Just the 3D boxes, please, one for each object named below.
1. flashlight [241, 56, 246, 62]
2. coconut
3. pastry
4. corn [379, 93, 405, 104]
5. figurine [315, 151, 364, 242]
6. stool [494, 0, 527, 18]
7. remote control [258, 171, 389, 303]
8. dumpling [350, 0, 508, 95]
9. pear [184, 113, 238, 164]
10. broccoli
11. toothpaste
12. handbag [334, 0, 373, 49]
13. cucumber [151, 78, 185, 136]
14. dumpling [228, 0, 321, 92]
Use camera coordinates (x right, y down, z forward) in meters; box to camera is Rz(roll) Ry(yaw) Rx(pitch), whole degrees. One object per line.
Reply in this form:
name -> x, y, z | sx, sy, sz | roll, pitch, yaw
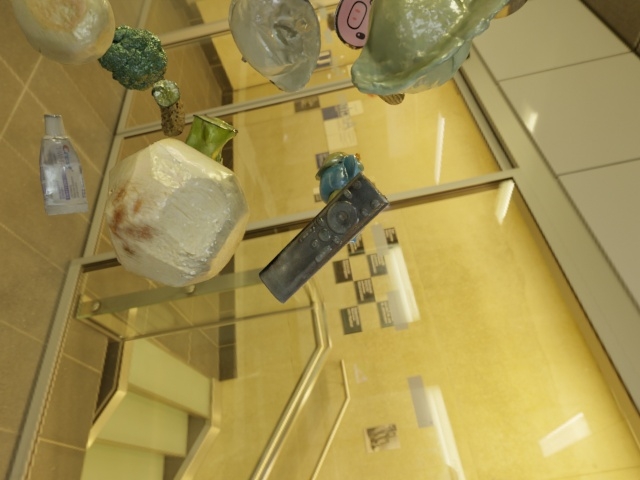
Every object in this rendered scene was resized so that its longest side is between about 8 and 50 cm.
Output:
flashlight -> -0.256, -0.669, 1.463 | 0.018, 0.018, 0.084 | 23, 84, -57
coconut -> -0.420, -0.079, 1.164 | 0.345, 0.414, 0.416 | 113, -31, -70
pastry -> -0.440, -0.387, 0.714 | 0.092, 0.156, 0.157 | -137, -145, -78
corn -> 0.212, -0.532, 1.385 | 0.291, 0.101, 0.101 | 13, 63, -58
figurine -> 0.061, -0.117, 1.151 | 0.180, 0.153, 0.262 | 39, 49, -80
stool -> 0.419, -0.665, 0.950 | 0.264, 0.179, 0.179 | 11, 68, -73
remote control -> 0.000, 0.000, 1.029 | 0.107, 0.377, 0.044 | 48, 18, 5
dumpling -> 0.187, -0.396, 0.754 | 0.270, 0.211, 0.321 | -116, -138, -84
pear -> -0.469, -0.377, 1.711 | 0.256, 0.163, 0.238 | -61, -172, 11
broccoli -> -0.739, -0.723, 1.627 | 0.270, 0.269, 0.270 | 62, -3, 25
toothpaste -> -0.746, -0.215, 1.189 | 0.068, 0.099, 0.283 | -67, 157, -76
handbag -> 0.133, -0.736, 1.373 | 0.205, 0.179, 0.116 | -62, -179, 35
cucumber -> -0.436, -0.368, 1.223 | 0.303, 0.081, 0.072 | 153, -48, -74
dumpling -> -0.103, -0.531, 1.054 | 0.243, 0.226, 0.176 | 32, 53, -46
